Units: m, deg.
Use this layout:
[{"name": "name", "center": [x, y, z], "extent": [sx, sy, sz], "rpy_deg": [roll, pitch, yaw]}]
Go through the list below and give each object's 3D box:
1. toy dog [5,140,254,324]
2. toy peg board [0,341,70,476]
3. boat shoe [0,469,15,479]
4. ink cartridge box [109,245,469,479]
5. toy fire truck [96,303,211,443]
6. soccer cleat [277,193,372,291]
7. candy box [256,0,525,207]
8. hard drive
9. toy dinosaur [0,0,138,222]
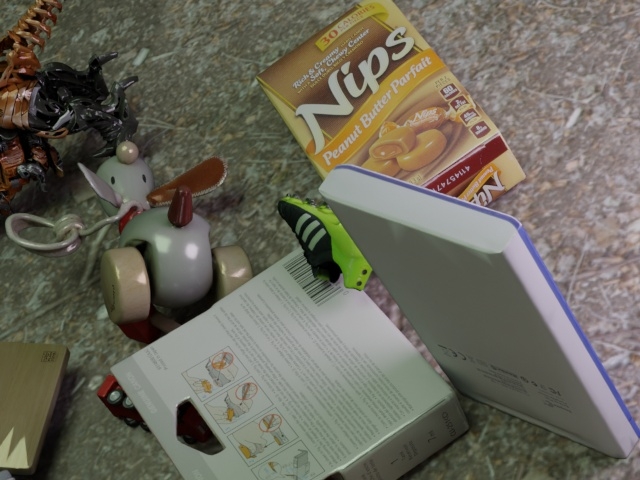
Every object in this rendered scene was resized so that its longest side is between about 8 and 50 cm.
[{"name": "toy dog", "center": [-0.190, -0.036, 1.990], "extent": [0.220, 0.161, 0.333], "rpy_deg": [-16, 36, -38]}, {"name": "toy peg board", "center": [-0.365, 0.200, 1.994], "extent": [0.160, 0.079, 0.161], "rpy_deg": [2, 53, 14]}, {"name": "boat shoe", "center": [-0.452, 0.329, 1.866], "extent": [0.320, 0.118, 0.103], "rpy_deg": [-18, 82, 13]}, {"name": "ink cartridge box", "center": [-0.037, 0.157, 1.795], "extent": [0.261, 0.066, 0.296], "rpy_deg": [-32, 42, -9]}, {"name": "toy fire truck", "center": [-0.169, 0.138, 1.931], "extent": [0.192, 0.047, 0.135], "rpy_deg": [11, 58, 37]}, {"name": "soccer cleat", "center": [0.000, 0.000, 1.850], "extent": [0.179, 0.060, 0.072], "rpy_deg": [30, 104, 57]}, {"name": "candy box", "center": [0.071, -0.128, 1.983], "extent": [0.183, 0.087, 0.316], "rpy_deg": [-35, 44, 2]}, {"name": "hard drive", "center": [0.146, 0.066, 1.596], "extent": [0.210, 0.319, 0.040], "rpy_deg": [20, 66, 42]}, {"name": "toy dinosaur", "center": [-0.342, -0.156, 2.162], "extent": [0.322, 0.218, 0.164], "rpy_deg": [-55, 44, 44]}]
